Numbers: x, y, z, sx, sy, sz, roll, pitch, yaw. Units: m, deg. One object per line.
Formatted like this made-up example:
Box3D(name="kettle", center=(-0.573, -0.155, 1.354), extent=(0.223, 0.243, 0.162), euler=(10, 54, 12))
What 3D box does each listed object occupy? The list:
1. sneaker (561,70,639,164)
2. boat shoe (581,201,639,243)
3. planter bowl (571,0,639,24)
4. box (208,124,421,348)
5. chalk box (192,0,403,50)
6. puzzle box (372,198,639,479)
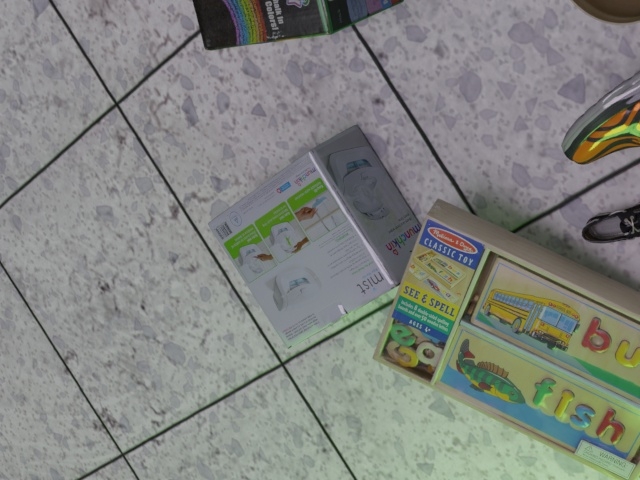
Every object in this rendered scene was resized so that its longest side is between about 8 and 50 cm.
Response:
Box3D(name="sneaker", center=(0.440, -0.134, 1.832), extent=(0.321, 0.124, 0.180), euler=(-37, 86, 44))
Box3D(name="boat shoe", center=(0.394, -0.021, 1.986), extent=(0.125, 0.038, 0.046), euler=(-8, 107, 41))
Box3D(name="planter bowl", center=(0.367, -0.344, 1.794), extent=(0.162, 0.109, 0.162), euler=(19, 123, 32))
Box3D(name="box", center=(0.000, 0.000, 2.256), extent=(0.262, 0.127, 0.231), euler=(-34, 89, 44))
Box3D(name="chalk box", center=(-0.017, -0.370, 2.048), extent=(0.289, 0.179, 0.180), euler=(-1, 110, 38))
Box3D(name="puzzle box", center=(0.293, 0.141, 2.079), extent=(0.409, 0.052, 0.272), euler=(25, 127, 10))
